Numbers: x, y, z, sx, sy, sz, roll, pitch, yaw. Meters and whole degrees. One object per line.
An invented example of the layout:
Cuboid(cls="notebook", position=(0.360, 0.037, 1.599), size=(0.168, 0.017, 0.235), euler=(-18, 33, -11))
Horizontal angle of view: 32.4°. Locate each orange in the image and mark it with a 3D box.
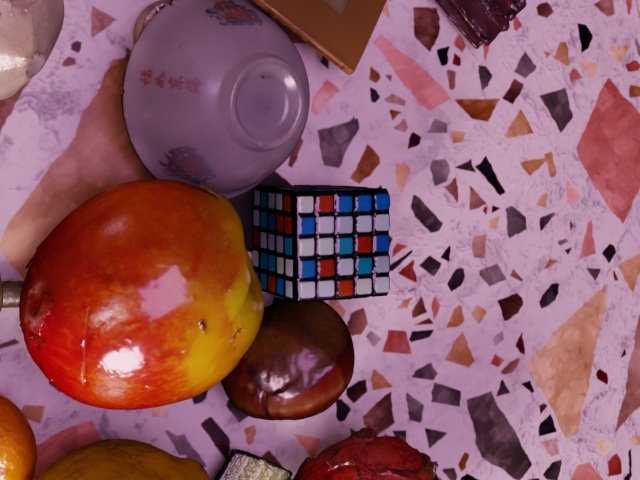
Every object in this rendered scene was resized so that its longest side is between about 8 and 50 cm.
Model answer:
Cuboid(cls="orange", position=(-0.517, 0.321, 1.647), size=(0.193, 0.161, 0.193), euler=(0, 91, -29))

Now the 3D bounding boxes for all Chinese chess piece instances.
Cuboid(cls="Chinese chess piece", position=(-0.241, -0.329, 1.783), size=(0.122, 0.051, 0.122), euler=(-1, 93, -25))

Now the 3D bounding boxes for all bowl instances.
Cuboid(cls="bowl", position=(-0.127, -0.222, 1.747), size=(0.345, 0.157, 0.346), euler=(-10, 106, -36))

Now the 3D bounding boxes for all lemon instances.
Cuboid(cls="lemon", position=(-0.312, 0.485, 1.662), size=(0.387, 0.350, 0.350), euler=(-48, 112, -11))

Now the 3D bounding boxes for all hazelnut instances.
Cuboid(cls="hazelnut", position=(-0.057, 0.208, 1.845), size=(0.229, 0.229, 0.230), euler=(-2, 95, -25))

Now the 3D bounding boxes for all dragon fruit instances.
Cuboid(cls="dragon fruit", position=(0.069, 0.476, 1.875), size=(0.301, 0.295, 0.296), euler=(-43, 111, -31))

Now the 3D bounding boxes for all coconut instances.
Cuboid(cls="coconut", position=(-0.475, -0.313, 1.569), size=(0.241, 0.241, 0.241), euler=(-2, 95, -25))

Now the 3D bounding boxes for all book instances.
Cuboid(cls="book", position=(-0.045, -0.487, 1.833), size=(0.389, 0.032, 0.269), euler=(35, 63, -24))

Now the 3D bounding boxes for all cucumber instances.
Cuboid(cls="cucumber", position=(-0.129, 0.418, 1.894), size=(0.116, 0.062, 0.115), euler=(34, 78, -16))

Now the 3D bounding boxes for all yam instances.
Cuboid(cls="yam", position=(-0.489, 0.083, 1.705), size=(0.094, 0.043, 0.043), euler=(-2, 95, -26))

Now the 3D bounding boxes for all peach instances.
Cuboid(cls="peach", position=(-0.272, 0.078, 1.655), size=(0.370, 0.370, 0.370), euler=(-2, 95, -25))

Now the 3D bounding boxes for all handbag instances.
Cuboid(cls="handbag", position=(0.296, -0.488, 2.012), size=(0.216, 0.074, 0.203), euler=(45, 76, -23))

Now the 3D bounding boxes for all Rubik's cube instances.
Cuboid(cls="Rubik's cube", position=(0.000, 0.000, 1.850), size=(0.184, 0.187, 0.182), euler=(-1, 95, -24))

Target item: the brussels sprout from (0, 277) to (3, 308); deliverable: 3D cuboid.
Cuboid(cls="brussels sprout", position=(-0.568, 0.092, 1.580), size=(0.244, 0.244, 0.244), euler=(-2, 95, -25))
